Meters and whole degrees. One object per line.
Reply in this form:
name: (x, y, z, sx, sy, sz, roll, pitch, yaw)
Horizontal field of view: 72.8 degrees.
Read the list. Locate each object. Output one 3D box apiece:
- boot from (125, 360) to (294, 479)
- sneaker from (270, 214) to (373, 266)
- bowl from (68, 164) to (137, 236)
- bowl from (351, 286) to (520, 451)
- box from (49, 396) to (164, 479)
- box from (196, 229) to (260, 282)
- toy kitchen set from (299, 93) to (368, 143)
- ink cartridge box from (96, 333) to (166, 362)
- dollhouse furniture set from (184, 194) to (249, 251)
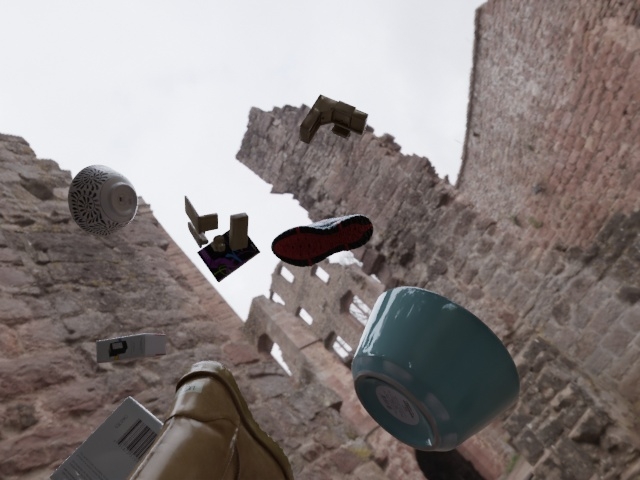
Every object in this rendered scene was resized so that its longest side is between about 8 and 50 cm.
boot: (-0.110, 0.273, 0.391, 0.089, 0.269, 0.236, -25, -74, 10)
sneaker: (0.000, 0.000, 1.119, 0.261, 0.125, 0.104, -11, -83, -11)
bowl: (-0.483, -0.093, 1.010, 0.170, 0.080, 0.170, 2, -90, -65)
bowl: (0.178, 0.258, 0.799, 0.163, 0.311, 0.312, -40, -32, -32)
box: (-0.355, 0.434, 0.818, 0.182, 0.181, 0.119, -48, -24, -32)
box: (-0.284, 0.036, 1.347, 0.162, 0.116, 0.029, -37, -10, -10)
toy kitchen set: (0.020, -0.168, 0.681, 0.068, 0.083, 0.075, 99, -162, -64)
ink cartridge box: (-0.621, 0.355, 1.430, 0.175, 0.072, 0.127, -11, -14, 9)
dollhouse furniture set: (-0.309, -0.054, 1.287, 0.151, 0.123, 0.144, -14, -49, -30)
